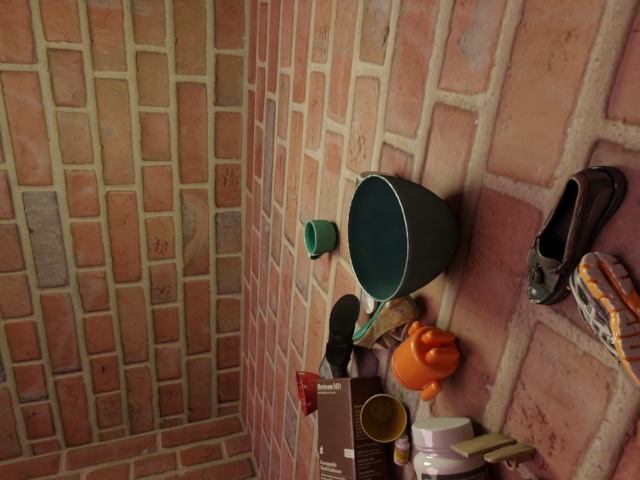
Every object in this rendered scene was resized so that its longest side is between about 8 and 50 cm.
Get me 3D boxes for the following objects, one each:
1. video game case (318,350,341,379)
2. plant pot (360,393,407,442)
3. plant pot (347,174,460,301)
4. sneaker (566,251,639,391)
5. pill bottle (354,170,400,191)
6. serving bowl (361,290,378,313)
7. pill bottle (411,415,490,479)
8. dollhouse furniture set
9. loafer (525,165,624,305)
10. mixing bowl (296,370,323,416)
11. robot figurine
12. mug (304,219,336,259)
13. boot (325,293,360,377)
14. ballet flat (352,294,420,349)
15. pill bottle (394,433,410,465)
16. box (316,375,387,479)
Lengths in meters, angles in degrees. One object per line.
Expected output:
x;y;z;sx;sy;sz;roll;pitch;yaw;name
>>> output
0.052;0.591;1.757;0.248;0.035;0.275;102;155;-57;video game case
0.185;0.519;1.360;0.095;0.134;0.135;63;-159;-84;plant pot
0.210;-0.011;1.077;0.290;0.195;0.291;176;90;-68;plant pot
0.446;0.126;0.682;0.083;0.084;0.215;98;163;-62;sneaker
0.154;-0.064;1.303;0.130;0.130;0.246;-131;41;-57;pill bottle
0.163;0.192;1.463;0.083;0.027;0.084;176;90;-68;serving bowl
0.298;0.552;1.007;0.161;0.161;0.284;144;120;-65;pill bottle
0.358;0.486;0.892;0.144;0.123;0.152;163;102;-68;dollhouse furniture set
0.395;-0.001;0.761;0.096;0.084;0.268;-122;35;-50;loafer
-0.034;0.611;1.840;0.181;0.098;0.182;173;90;-77;mixing bowl
0.254;0.292;1.121;0.158;0.128;0.219;47;144;15;robot figurine
-0.001;-0.010;1.746;0.158;0.097;0.130;130;132;-61;mug
0.079;0.328;1.555;0.229;0.091;0.263;63;-137;-68;boot
0.189;0.254;1.319;0.349;0.123;0.123;115;145;-54;ballet flat
0.239;0.609;1.327;0.043;0.043;0.084;-147;56;-64;pill bottle
0.098;0.636;1.450;0.191;0.143;0.382;-25;60;50;box
